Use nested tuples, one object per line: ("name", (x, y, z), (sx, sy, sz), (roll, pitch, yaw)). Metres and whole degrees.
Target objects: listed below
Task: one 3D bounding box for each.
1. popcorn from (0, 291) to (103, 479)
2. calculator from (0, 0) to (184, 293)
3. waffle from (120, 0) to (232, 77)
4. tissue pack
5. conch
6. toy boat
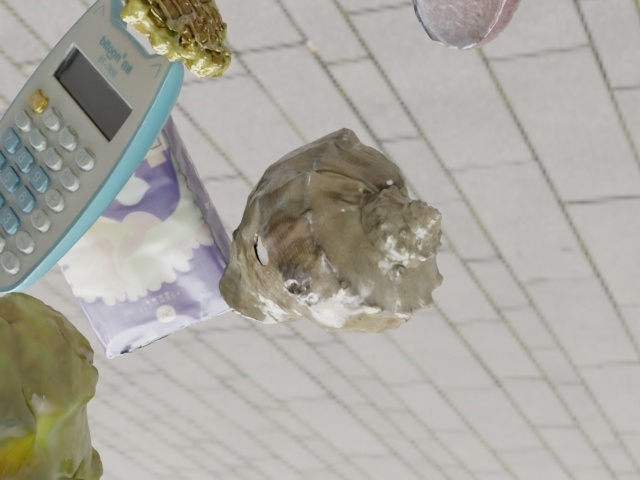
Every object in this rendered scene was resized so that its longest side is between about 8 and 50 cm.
("popcorn", (-0.263, 0.171, 1.029), (0.276, 0.276, 0.225), (19, 163, -27))
("calculator", (-0.322, -0.108, 1.701), (0.386, 0.256, 0.054), (-50, 137, 7))
("waffle", (-0.188, -0.303, 1.542), (0.051, 0.291, 0.291), (-30, 142, 16))
("tissue pack", (-0.274, -0.028, 2.002), (0.242, 0.125, 0.344), (-23, 106, 11))
("conch", (-0.002, -0.003, 1.694), (0.324, 0.263, 0.186), (-18, 163, 17))
("toy boat", (0.196, -0.344, 1.746), (0.155, 0.085, 0.227), (35, 138, 21))
